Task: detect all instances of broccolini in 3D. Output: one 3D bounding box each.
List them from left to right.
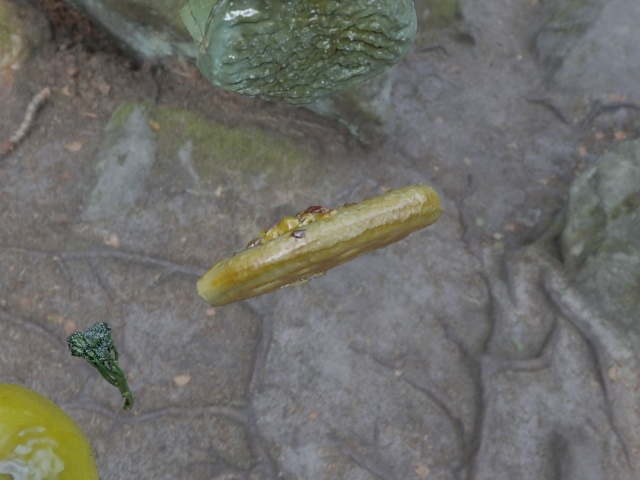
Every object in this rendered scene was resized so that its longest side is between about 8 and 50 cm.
[{"bbox_3d":[-0.246,0.165,0.952,0.054,0.194,0.052,-33,54,-22],"label":"broccolini"}]

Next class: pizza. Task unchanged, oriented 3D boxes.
[{"bbox_3d":[-0.001,-0.002,0.760,0.246,0.127,0.058,-22,80,2],"label":"pizza"}]

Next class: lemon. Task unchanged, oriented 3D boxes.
[{"bbox_3d":[-0.390,0.299,0.920,0.293,0.293,0.293,14,45,-15],"label":"lemon"}]

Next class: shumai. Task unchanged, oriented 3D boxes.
[{"bbox_3d":[-0.029,-0.288,0.905,0.261,0.225,0.221,-10,59,-10],"label":"shumai"}]
